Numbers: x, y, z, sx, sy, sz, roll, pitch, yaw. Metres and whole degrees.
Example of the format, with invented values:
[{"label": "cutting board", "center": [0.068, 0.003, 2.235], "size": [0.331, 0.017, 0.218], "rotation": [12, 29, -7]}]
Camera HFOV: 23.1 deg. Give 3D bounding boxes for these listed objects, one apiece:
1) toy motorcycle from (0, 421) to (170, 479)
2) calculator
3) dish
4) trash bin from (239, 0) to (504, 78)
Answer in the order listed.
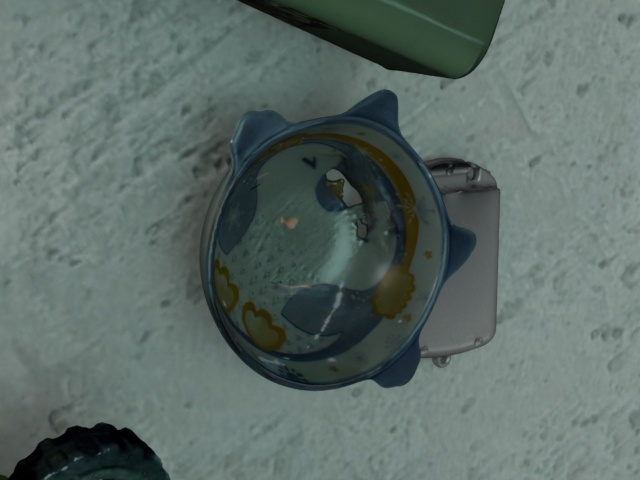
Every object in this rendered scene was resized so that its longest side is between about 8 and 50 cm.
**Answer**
[{"label": "toy motorcycle", "center": [-0.228, 0.313, 1.078], "size": [0.237, 0.169, 0.410], "rotation": [-7, 120, -37]}, {"label": "calculator", "center": [0.100, 0.020, 1.270], "size": [0.100, 0.032, 0.175], "rotation": [-6, 105, -27]}, {"label": "dish", "center": [0.000, 0.000, 1.181], "size": [0.228, 0.086, 0.236], "rotation": [-17, 109, -25]}, {"label": "trash bin", "center": [-0.034, -0.270, 1.064], "size": [0.343, 0.158, 0.223], "rotation": [17, 92, -25]}]
